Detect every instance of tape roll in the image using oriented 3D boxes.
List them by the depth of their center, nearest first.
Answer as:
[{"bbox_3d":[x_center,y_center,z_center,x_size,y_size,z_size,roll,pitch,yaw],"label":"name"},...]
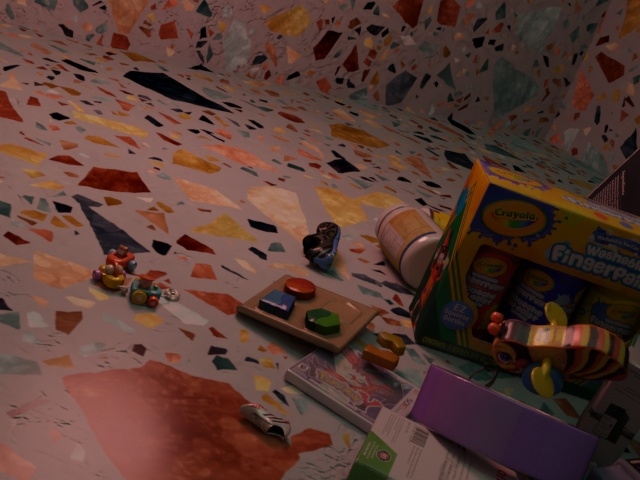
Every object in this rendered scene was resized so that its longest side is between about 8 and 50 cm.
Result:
[{"bbox_3d":[0.282,0.287,1.239,0.274,0.090,0.275,24,-4,2],"label":"tape roll"}]

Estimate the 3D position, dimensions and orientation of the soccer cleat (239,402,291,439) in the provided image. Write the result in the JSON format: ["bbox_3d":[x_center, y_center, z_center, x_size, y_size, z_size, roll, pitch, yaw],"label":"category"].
[{"bbox_3d":[-0.083,0.268,1.183,0.083,0.029,0.035,27,18,2],"label":"soccer cleat"}]

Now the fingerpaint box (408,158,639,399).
[{"bbox_3d":[0.457,0.090,1.622,0.444,0.371,0.163,19,22,-7],"label":"fingerpaint box"}]

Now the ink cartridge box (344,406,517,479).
[{"bbox_3d":[0.152,0.349,1.119,0.219,0.093,0.160,26,23,10],"label":"ink cartridge box"}]

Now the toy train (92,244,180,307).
[{"bbox_3d":[-0.330,0.055,1.424,0.166,0.046,0.125,29,24,19],"label":"toy train"}]

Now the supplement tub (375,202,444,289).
[{"bbox_3d":[0.223,0.010,1.892,0.144,0.144,0.200,10,25,-26],"label":"supplement tub"}]

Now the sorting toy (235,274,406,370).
[{"bbox_3d":[0.024,0.142,1.497,0.307,0.041,0.229,20,20,19],"label":"sorting toy"}]

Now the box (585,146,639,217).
[{"bbox_3d":[0.897,0.027,1.938,0.479,0.472,0.297,18,56,-8],"label":"box"}]

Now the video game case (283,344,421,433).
[{"bbox_3d":[0.064,0.248,1.364,0.201,0.023,0.183,29,23,19],"label":"video game case"}]

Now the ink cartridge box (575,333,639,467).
[{"bbox_3d":[0.547,0.293,1.451,0.087,0.208,0.153,32,25,18],"label":"ink cartridge box"}]

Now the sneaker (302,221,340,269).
[{"bbox_3d":[0.000,0.000,1.816,0.078,0.067,0.188,25,25,-7],"label":"sneaker"}]

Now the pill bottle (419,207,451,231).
[{"bbox_3d":[0.342,-0.003,2.063,0.215,0.117,0.117,17,22,-11],"label":"pill bottle"}]

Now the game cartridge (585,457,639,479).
[{"bbox_3d":[0.603,0.418,1.218,0.355,0.068,0.230,4,29,-27],"label":"game cartridge"}]

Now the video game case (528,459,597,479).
[{"bbox_3d":[0.411,0.396,1.346,0.119,0.015,0.166,24,22,9],"label":"video game case"}]

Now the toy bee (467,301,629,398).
[{"bbox_3d":[0.363,0.194,1.378,0.162,0.298,0.195,55,19,-27],"label":"toy bee"}]
